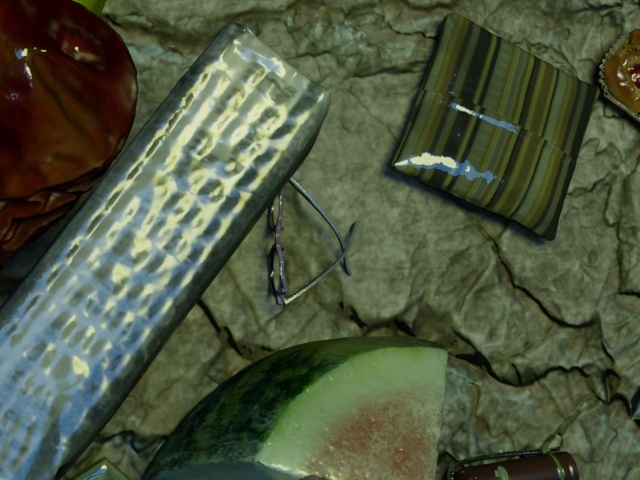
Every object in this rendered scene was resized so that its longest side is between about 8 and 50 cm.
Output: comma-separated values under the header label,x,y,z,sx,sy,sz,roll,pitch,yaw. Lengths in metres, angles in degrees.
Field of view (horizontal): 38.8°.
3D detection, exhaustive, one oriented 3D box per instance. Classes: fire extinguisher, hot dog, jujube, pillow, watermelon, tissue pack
label,x,y,z,sx,sy,sz,roll,pitch,yaw
fire extinguisher,0.199,0.257,0.978,0.158,0.043,0.064,-4,53,-16
hot dog,0.418,-0.173,1.094,0.191,0.059,0.108,40,79,-8
jujube,-0.300,-0.072,0.753,0.342,0.216,0.216,-28,89,25
pillow,0.205,-0.130,1.033,0.212,0.052,0.208,24,72,-12
watermelon,-0.002,0.209,0.898,0.310,0.193,0.231,-14,66,-29
tissue pack,-0.166,0.028,0.791,0.124,0.288,0.394,38,75,-8

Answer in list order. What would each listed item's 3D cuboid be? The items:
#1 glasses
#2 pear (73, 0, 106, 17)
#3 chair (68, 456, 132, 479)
label,x,y,z,sx,sy,sz,roll,pitch,yaw
glasses,0.000,0.000,0.956,0.104,0.062,0.139,3,82,-15
pear,-0.316,-0.350,0.840,0.342,0.238,0.318,43,82,-5
chair,-0.211,0.305,0.779,0.275,0.203,0.190,-36,101,-5
